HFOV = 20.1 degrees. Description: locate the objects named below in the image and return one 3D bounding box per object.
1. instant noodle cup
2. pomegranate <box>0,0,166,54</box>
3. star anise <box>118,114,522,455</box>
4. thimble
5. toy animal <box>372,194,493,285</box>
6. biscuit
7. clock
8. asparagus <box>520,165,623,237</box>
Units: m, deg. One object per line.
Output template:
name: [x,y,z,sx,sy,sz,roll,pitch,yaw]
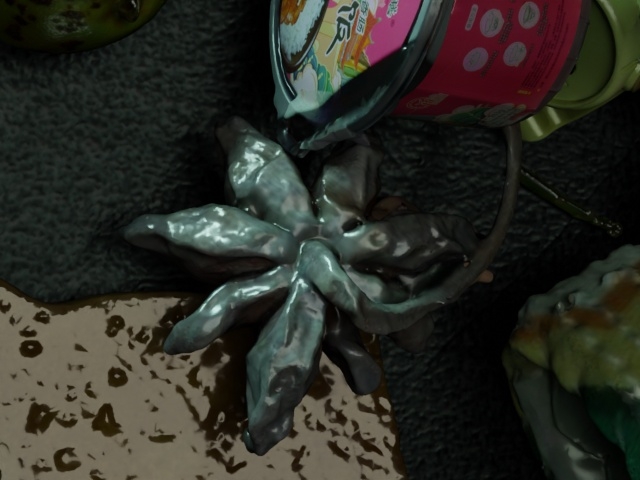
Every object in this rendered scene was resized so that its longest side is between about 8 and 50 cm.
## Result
instant noodle cup: [0.099,-0.192,1.442,0.182,0.258,0.302,11,122,-29]
pomegranate: [-0.211,-0.268,1.453,0.211,0.211,0.263,-24,63,-16]
star anise: [0.000,0.000,1.470,0.316,0.139,0.359,16,69,-9]
thimble: [0.286,0.153,1.565,0.167,0.254,0.288,-29,90,-16]
toy animal: [0.086,0.010,1.593,0.150,0.083,0.089,8,101,-18]
biscuit: [-0.126,0.174,1.527,0.394,0.076,0.368,-15,88,-16]
clock: [0.219,-0.191,1.557,0.069,0.232,0.170,-39,101,-40]
asparagus: [0.227,-0.036,1.671,0.127,0.015,0.018,30,83,-15]
